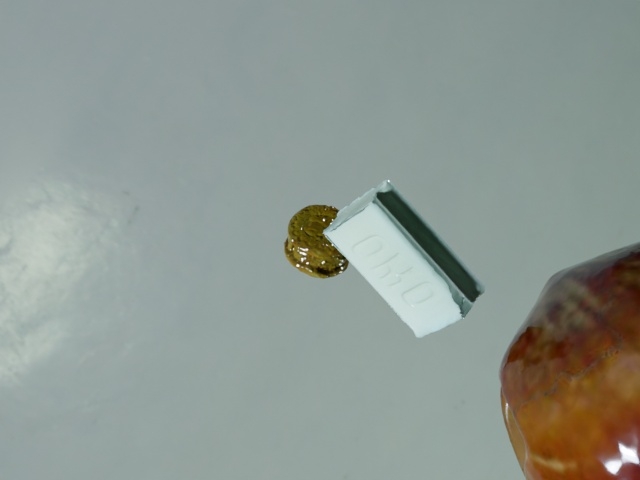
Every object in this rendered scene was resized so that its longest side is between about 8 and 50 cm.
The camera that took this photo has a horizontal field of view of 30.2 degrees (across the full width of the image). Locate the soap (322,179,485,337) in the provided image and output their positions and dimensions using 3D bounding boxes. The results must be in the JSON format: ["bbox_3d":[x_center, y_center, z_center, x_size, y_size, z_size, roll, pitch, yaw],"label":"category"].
[{"bbox_3d":[0.108,0.027,1.550,0.198,0.114,0.063,47,49,-9],"label":"soap"}]

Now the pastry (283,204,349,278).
[{"bbox_3d":[0.000,0.000,1.636,0.097,0.109,0.057,5,135,-10],"label":"pastry"}]

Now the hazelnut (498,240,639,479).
[{"bbox_3d":[0.439,0.188,1.437,0.429,0.402,0.402,-31,124,-13],"label":"hazelnut"}]
